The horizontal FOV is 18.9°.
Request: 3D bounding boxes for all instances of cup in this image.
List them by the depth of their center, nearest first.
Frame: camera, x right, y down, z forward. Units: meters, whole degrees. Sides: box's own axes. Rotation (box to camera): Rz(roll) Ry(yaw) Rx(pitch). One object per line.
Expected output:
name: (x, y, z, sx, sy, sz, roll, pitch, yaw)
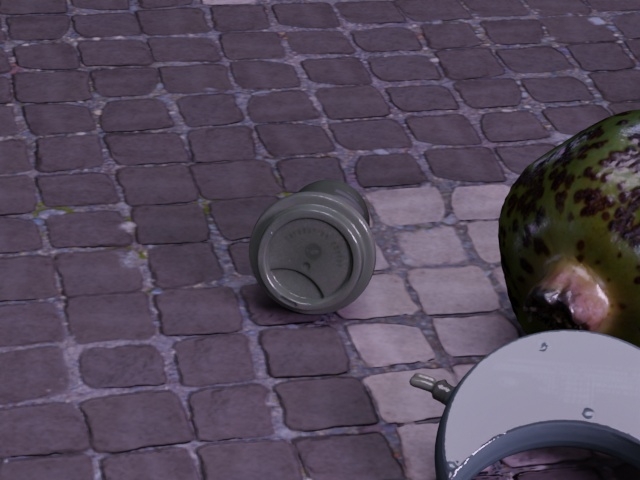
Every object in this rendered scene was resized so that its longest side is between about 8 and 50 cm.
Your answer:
cup: (0.000, 0.000, 1.830, 0.120, 0.120, 0.141, 7, 16, 7)

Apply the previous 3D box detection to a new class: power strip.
power strip: (0.196, 0.153, 1.573, 0.253, 0.054, 0.167, 7, 58, 5)

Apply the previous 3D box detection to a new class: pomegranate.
pomegranate: (0.271, 0.012, 1.700, 0.254, 0.254, 0.270, 26, 43, 34)
